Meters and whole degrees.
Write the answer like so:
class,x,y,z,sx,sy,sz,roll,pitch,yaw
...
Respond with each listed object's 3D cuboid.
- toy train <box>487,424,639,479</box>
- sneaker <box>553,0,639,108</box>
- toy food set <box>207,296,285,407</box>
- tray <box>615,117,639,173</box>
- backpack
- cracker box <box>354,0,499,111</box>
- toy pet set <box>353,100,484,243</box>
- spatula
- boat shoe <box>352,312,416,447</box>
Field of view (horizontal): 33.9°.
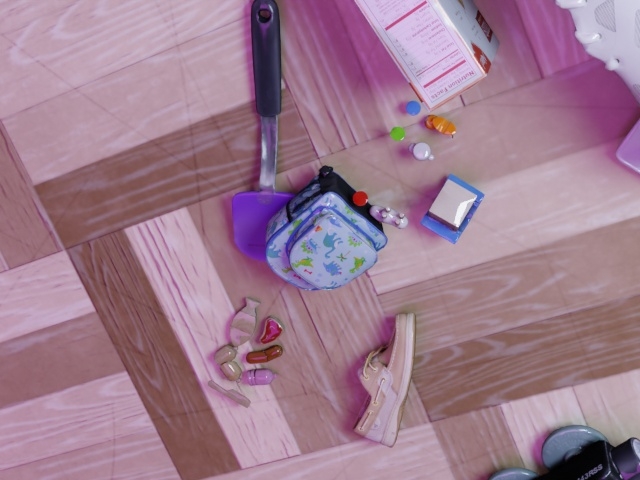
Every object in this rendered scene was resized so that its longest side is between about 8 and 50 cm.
class,x,y,z,sx,sy,sz,roll,pitch,yaw
toy train,0.256,0.345,1.160,0.190,0.142,0.334,42,115,-15
sneaker,0.195,-0.237,0.872,0.258,0.169,0.447,-13,118,15
toy food set,-0.079,0.130,1.220,0.078,0.019,0.122,30,107,1
tray,0.410,-0.153,0.978,0.145,0.030,0.270,31,115,0
backpack,0.000,0.000,1.099,0.114,0.084,0.105,-38,120,24
cracker box,0.072,-0.244,0.959,0.067,0.155,0.232,-30,101,22
toy pet set,0.110,-0.059,1.082,0.114,0.065,0.122,31,86,7
spatula,-0.056,-0.109,1.112,0.084,0.030,0.296,2,111,7
boat shoe,0.069,0.154,1.166,0.059,0.063,0.170,11,114,4
